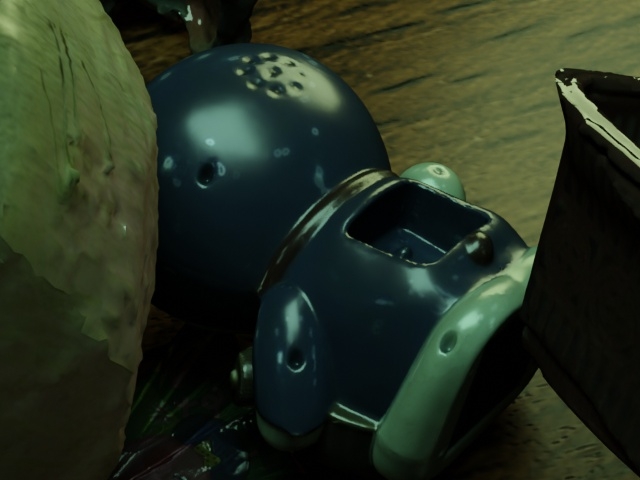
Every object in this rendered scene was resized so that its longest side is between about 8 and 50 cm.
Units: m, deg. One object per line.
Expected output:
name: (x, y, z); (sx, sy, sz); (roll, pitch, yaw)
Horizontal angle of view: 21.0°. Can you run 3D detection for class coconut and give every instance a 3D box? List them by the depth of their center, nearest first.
coconut: (-0.254, -0.009, 0.762); (0.404, 0.405, 0.405); (-2, 41, 1)

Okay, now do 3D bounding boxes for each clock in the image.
clock: (0.000, 0.000, 0.873); (0.243, 0.147, 0.199); (35, 45, 21)

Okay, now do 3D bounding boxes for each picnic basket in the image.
picnic basket: (0.220, 0.033, 0.777); (0.296, 0.129, 0.222); (5, 32, -36)

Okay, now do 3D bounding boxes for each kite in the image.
kite: (-0.057, 0.142, 0.819); (0.233, 0.016, 0.321); (-16, 42, -15)

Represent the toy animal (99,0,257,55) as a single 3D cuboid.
toy animal: (-0.130, -0.248, 1.210); (0.168, 0.106, 0.343); (1, 47, -6)
